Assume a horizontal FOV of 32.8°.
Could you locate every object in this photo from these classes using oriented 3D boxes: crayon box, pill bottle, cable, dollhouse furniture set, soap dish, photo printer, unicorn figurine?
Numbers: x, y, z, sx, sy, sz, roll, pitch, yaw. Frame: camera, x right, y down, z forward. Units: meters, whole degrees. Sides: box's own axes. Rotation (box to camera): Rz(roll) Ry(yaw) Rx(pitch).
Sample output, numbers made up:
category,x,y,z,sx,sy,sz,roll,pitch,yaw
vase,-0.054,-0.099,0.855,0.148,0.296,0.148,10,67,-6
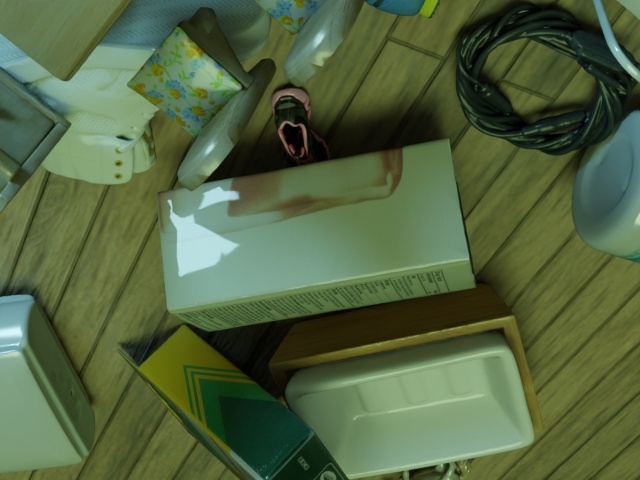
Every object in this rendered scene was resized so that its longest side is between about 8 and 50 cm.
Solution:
category,x,y,z,sx,sy,sz,roll,pitch,yaw
crayon box,-0.090,0.229,1.304,0.083,0.323,0.203,-44,134,-15
pill bottle,0.401,-0.029,1.104,0.264,0.146,0.146,16,133,-17
cable,0.208,-0.153,1.053,0.184,0.047,0.150,18,139,-16
dollhouse furniture set,-0.229,-0.149,0.778,0.362,0.256,0.394,38,126,-14
soap dish,0.108,0.172,1.320,0.290,0.118,0.229,-12,134,11
photo printer,-0.460,0.189,1.330,0.307,0.107,0.256,-7,135,5
unicorn figurine,0.139,0.342,1.534,0.161,0.060,0.111,-12,134,11

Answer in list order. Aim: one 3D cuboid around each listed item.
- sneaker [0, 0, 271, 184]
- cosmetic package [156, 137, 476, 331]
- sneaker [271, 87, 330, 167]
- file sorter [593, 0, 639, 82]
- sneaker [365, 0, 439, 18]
category,x,y,z,sx,sy,sz,roll,pitch,yaw
sneaker,-0.163,-0.142,1.013,0.292,0.108,0.169,-6,138,18
cosmetic package,0.000,0.000,1.101,0.296,0.129,0.153,-9,165,7
sneaker,-0.021,-0.094,1.092,0.047,0.057,0.119,-14,135,10
file sorter,0.378,-0.235,0.877,0.192,0.173,0.277,29,127,-28
sneaker,0.081,-0.278,0.900,0.082,0.069,0.209,12,134,-8
